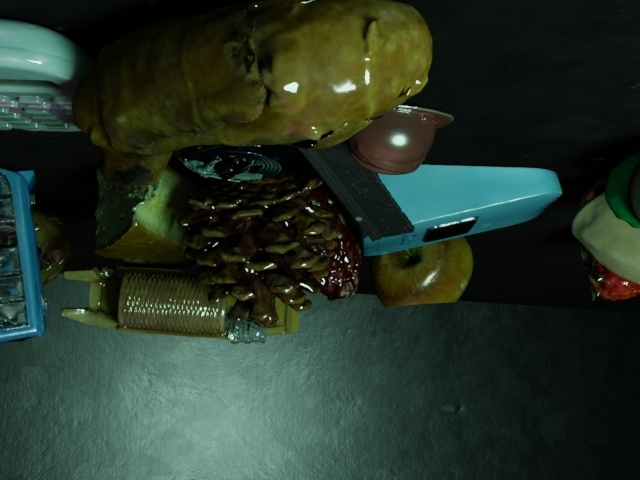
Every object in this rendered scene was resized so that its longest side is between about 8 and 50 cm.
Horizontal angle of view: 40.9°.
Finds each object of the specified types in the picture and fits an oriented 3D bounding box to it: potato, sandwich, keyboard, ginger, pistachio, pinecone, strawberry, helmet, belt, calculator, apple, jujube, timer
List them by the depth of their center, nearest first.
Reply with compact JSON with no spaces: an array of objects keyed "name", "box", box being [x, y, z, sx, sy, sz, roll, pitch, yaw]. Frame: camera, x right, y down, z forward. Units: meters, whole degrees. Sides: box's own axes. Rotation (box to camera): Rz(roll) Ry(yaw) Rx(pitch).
[{"name":"ginger","box":[-0.074,-0.106,0.608,0.309,0.107,0.133,-5,175,33]},{"name":"calculator","box":[-0.266,-0.134,0.704,0.185,0.041,0.299,2,174,5]},{"name":"helmet","box":[0.070,-0.092,0.821,0.111,0.057,0.089,4,170,-10]},{"name":"belt","box":[-0.086,-0.095,0.856,0.105,0.058,0.140,10,171,-21]},{"name":"keyboard","box":[0.038,-0.062,0.922,0.060,0.018,0.195,-8,142,29]},{"name":"pistachio","box":[0.415,-0.017,0.990,0.237,0.153,0.138,1,-148,26]},{"name":"pinecone","box":[-0.068,0.005,1.019,0.185,0.169,0.212,-4,133,7]},{"name":"sandwich","box":[-0.226,-0.039,1.102,0.128,0.122,0.236,-2,169,10]},{"name":"timer","box":[0.168,-0.053,1.113,0.249,0.091,0.232,-9,171,1]},{"name":"jujube","box":[0.001,-0.001,1.147,0.104,0.166,0.104,-17,-173,2]},{"name":"strawberry","box":[0.480,0.030,1.327,0.148,0.131,0.131,4,172,-13]},{"name":"apple","box":[0.164,0.044,1.359,0.146,0.163,0.147,8,160,28]},{"name":"potato","box":[-0.518,0.009,1.458,0.172,0.140,0.300,13,172,-30]}]

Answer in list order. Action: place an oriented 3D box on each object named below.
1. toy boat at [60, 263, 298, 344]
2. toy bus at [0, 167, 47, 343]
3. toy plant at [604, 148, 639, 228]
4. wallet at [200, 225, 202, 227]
[{"name":"toy boat","box":[-0.181,0.083,1.125,0.310,0.089,0.115,7,173,-2]},{"name":"toy bus","box":[-0.445,0.020,1.162,0.134,0.246,0.113,-7,174,-17]},{"name":"toy plant","box":[0.366,-0.055,0.858,0.142,0.105,0.200,-11,-171,3]},{"name":"wallet","box":[-0.084,-0.008,1.191,0.059,0.141,0.202,28,-176,27]}]
